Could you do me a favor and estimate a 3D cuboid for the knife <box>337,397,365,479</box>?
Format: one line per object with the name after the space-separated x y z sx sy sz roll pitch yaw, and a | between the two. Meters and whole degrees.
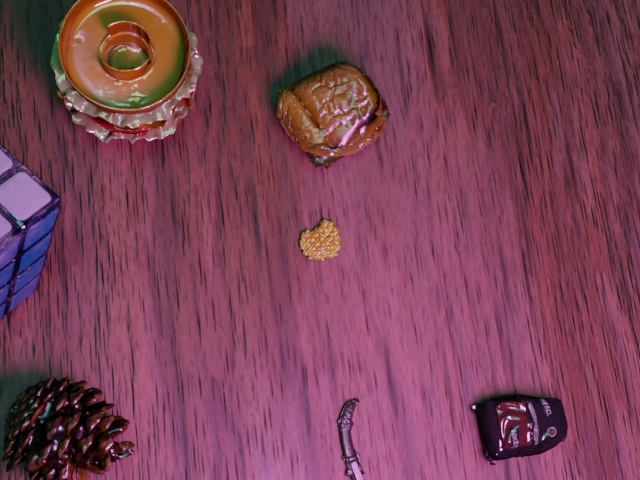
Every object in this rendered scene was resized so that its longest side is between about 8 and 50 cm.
0.058 0.401 1.722 0.046 0.021 0.222 0 75 -13 | knife

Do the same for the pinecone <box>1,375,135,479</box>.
-0.424 0.328 1.576 0.205 0.184 0.179 38 45 -24 | pinecone

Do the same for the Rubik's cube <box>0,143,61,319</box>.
-0.663 -0.002 1.487 0.344 0.344 0.337 41 55 4 | Rubik's cube

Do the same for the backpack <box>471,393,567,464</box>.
0.377 0.342 1.751 0.165 0.106 0.119 -11 73 -10 | backpack

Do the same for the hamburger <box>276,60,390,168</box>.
0.027 -0.256 1.835 0.206 0.130 0.183 -31 80 -14 | hamburger

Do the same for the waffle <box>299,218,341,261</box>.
0.000 0.002 1.818 0.085 0.016 0.078 -17 79 -14 | waffle

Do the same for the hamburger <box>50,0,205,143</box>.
-0.352 -0.312 1.733 0.275 0.212 0.274 2 77 -7 | hamburger
